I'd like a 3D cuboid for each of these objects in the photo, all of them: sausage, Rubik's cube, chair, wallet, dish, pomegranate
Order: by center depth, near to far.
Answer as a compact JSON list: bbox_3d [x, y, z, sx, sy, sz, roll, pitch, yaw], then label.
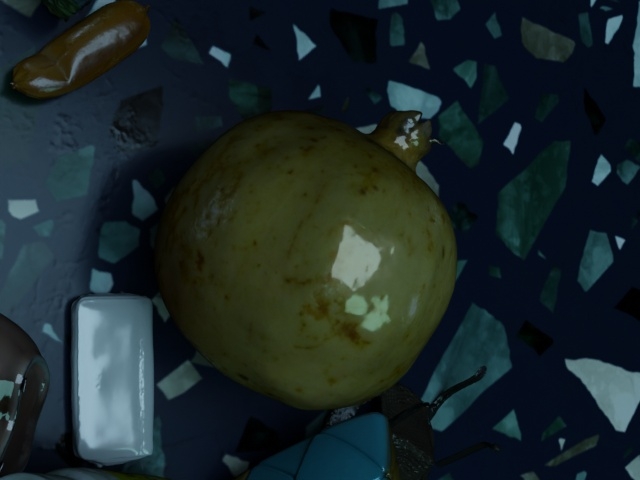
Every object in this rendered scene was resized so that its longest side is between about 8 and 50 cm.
[{"bbox_3d":[-0.322,0.167,1.054,0.090,0.213,0.213,14,80,4],"label":"dish"},{"bbox_3d":[0.000,0.000,1.168,0.342,0.342,0.342,1,87,-28],"label":"pomegranate"},{"bbox_3d":[-0.256,-0.205,1.198,0.062,0.054,0.183,43,68,15],"label":"sausage"},{"bbox_3d":[-0.228,0.153,1.207,0.095,0.033,0.190,3,86,-26],"label":"wallet"},{"bbox_3d":[-0.011,0.291,1.229,0.254,0.254,0.254,1,87,-28],"label":"Rubik's cube"},{"bbox_3d":[0.102,0.236,1.352,0.174,0.149,0.213,36,114,-25],"label":"chair"}]

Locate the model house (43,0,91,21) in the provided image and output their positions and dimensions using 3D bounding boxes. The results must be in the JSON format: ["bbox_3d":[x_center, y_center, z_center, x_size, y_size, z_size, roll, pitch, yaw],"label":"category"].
[{"bbox_3d":[-0.272,-0.364,1.116,0.211,0.194,0.170,43,72,-21],"label":"model house"}]

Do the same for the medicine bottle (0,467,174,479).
[{"bbox_3d":[-0.222,0.296,1.075,0.258,0.143,0.143,32,69,-64],"label":"medicine bottle"}]
